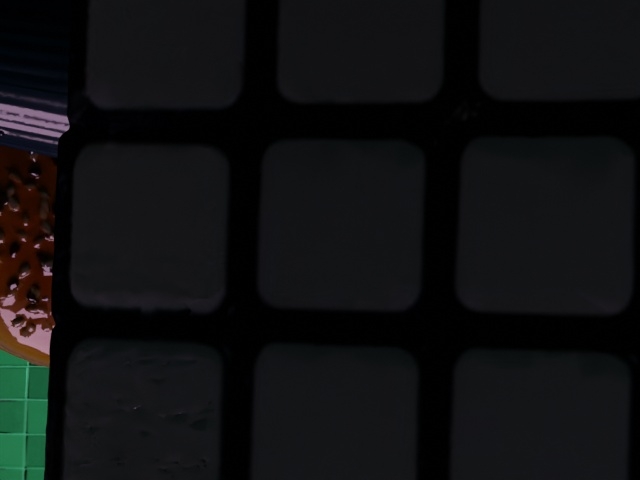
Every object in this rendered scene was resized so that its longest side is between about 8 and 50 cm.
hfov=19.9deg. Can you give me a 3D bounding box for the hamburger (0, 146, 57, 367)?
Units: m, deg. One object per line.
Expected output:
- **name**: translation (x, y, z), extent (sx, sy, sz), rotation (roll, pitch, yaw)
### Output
- **hamburger**: translation (-0.182, -0.039, 1.466), extent (0.300, 0.300, 0.176), rotation (3, -171, -30)

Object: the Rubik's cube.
- **Rubik's cube**: translation (0.099, -0.035, 0.841), extent (0.344, 0.337, 0.344), rotation (0, 178, 19)

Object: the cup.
- **cup**: translation (-0.231, -0.135, 1.254), extent (0.155, 0.131, 0.176), rotation (7, -159, -15)
